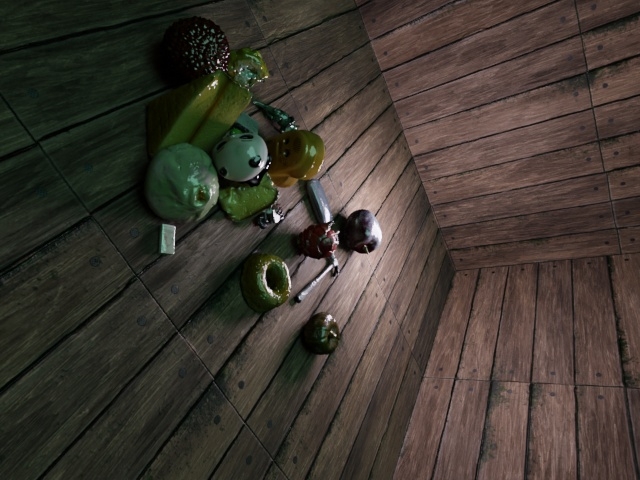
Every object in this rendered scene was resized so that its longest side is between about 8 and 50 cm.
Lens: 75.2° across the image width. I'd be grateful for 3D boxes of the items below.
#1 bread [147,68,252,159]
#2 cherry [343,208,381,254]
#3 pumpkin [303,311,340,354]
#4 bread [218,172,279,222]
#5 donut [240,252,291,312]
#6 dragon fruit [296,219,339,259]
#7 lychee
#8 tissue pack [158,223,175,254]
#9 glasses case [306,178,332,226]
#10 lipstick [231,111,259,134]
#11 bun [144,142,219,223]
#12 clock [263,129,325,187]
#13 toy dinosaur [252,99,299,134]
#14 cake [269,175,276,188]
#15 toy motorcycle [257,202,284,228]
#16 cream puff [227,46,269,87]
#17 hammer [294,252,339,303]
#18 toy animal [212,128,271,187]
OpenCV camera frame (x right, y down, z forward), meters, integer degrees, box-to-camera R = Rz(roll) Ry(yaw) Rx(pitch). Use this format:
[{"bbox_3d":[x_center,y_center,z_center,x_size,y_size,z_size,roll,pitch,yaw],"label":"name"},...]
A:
[{"bbox_3d":[-0.428,-0.427,1.506,0.233,0.362,0.245,8,73,-54],"label":"bread"},{"bbox_3d":[0.255,-0.044,2.493,0.255,0.218,0.296,24,57,-42],"label":"cherry"},{"bbox_3d":[0.017,0.467,2.083,0.219,0.162,0.219,9,79,-52],"label":"pumpkin"},{"bbox_3d":[-0.319,-0.194,1.805,0.251,0.133,0.174,-31,107,-7],"label":"bread"},{"bbox_3d":[-0.232,0.180,1.853,0.272,0.107,0.272,23,60,-50],"label":"donut"},{"bbox_3d":[0.000,0.000,2.133,0.274,0.193,0.192,-12,136,-34],"label":"dragon fruit"},{"bbox_3d":[-0.468,-0.721,1.607,0.300,0.264,0.264,-18,96,-51],"label":"lychee"},{"bbox_3d":[-0.557,-0.003,1.507,0.056,0.023,0.108,16,69,-52],"label":"tissue pack"},{"bbox_3d":[-0.002,-0.207,2.304,0.109,0.067,0.282,-41,113,-54],"label":"glasses case"},{"bbox_3d":[-0.391,-0.550,1.830,0.290,0.077,0.076,24,63,-51],"label":"lipstick"},{"bbox_3d":[-0.468,-0.194,1.485,0.293,0.187,0.293,-25,122,-50],"label":"bun"},{"bbox_3d":[-0.132,-0.394,1.955,0.200,0.317,0.244,6,77,-47],"label":"clock"},{"bbox_3d":[-0.223,-0.620,2.096,0.292,0.120,0.079,27,70,-22],"label":"toy dinosaur"},{"bbox_3d":[-0.281,-0.287,1.893,0.225,0.109,0.090,52,44,-33],"label":"cake"},{"bbox_3d":[-0.237,-0.131,1.942,0.212,0.084,0.118,-35,109,-60],"label":"toy motorcycle"},{"bbox_3d":[-0.358,-0.772,1.845,0.194,0.221,0.195,60,-7,12],"label":"cream puff"},{"bbox_3d":[-0.018,0.198,2.205,0.427,0.044,0.152,-38,113,-50],"label":"hammer"},{"bbox_3d":[-0.304,-0.326,1.604,0.267,0.212,0.212,36,45,-89],"label":"toy animal"}]
